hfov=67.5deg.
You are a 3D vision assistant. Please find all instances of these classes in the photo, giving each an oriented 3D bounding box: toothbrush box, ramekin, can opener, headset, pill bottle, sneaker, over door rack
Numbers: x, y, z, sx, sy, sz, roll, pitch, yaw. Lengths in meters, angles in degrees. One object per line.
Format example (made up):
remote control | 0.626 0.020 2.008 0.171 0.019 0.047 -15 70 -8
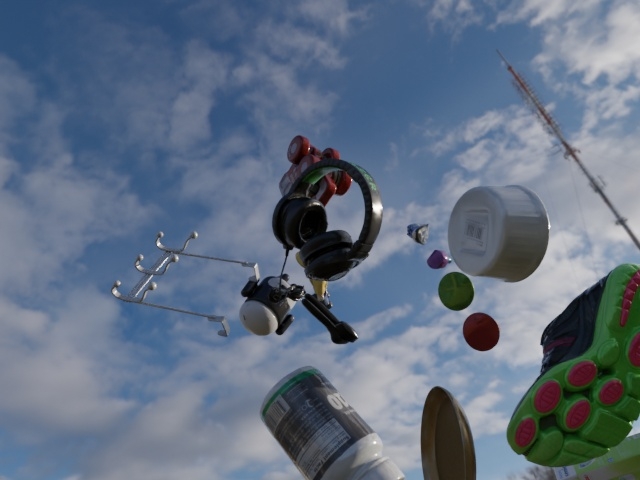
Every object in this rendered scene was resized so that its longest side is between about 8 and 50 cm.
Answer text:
toothbrush box | 0.873 0.724 1.400 0.283 0.206 0.122 -29 -6 19
ramekin | 0.475 -0.022 1.325 0.135 0.277 0.277 4 -41 -21
can opener | 0.021 0.211 1.295 0.186 0.059 0.073 44 -67 -5
headset | 0.000 0.000 1.121 0.185 0.243 0.394 7 -55 -52
pill bottle | 0.024 0.511 1.208 0.204 0.361 0.204 -30 -37 -26
sneaker | 0.381 -0.026 1.905 0.081 0.080 0.211 3 6 18
over door rack | -0.349 0.093 1.281 0.324 0.239 0.108 17 -50 7
sneaker | 0.546 0.261 0.988 0.483 0.185 0.202 -44 -11 -18

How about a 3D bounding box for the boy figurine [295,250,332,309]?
boy figurine | -0.020 0.142 1.755 0.092 0.177 0.285 -16 -47 0

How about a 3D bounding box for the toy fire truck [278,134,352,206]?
toy fire truck | -0.043 -0.198 1.675 0.169 0.302 0.254 15 -56 -32

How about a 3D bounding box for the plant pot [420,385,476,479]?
plant pot | 0.233 0.390 0.877 0.032 0.236 0.236 3 -40 -6

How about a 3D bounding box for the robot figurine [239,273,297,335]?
robot figurine | -0.207 0.256 1.924 0.209 0.278 0.173 24 -43 15

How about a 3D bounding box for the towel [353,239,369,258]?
towel | 0.147 0.068 2.195 0.148 0.110 0.027 -33 -35 18

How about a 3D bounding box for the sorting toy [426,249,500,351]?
sorting toy | 0.486 0.186 1.577 0.126 0.365 0.127 3 -40 -45
